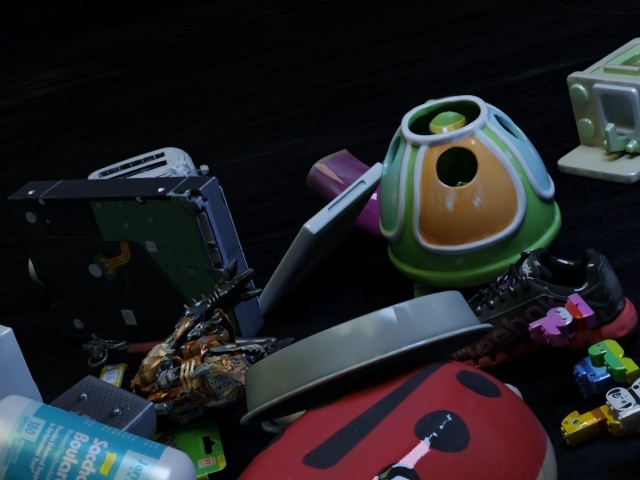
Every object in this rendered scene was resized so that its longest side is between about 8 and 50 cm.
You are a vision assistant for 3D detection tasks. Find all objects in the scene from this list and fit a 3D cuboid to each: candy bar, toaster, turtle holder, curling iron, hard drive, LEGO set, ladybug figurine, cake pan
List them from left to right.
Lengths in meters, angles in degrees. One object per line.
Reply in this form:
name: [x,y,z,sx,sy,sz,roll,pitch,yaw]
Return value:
hard drive: [-0.315,0.263,1.700,0.254,0.054,0.172,-40,29,-25]
candy bar: [-0.279,0.204,1.945,0.040,0.018,0.161,-11,24,5]
hard drive: [-0.255,0.027,2.041,0.338,0.237,0.064,0,29,34]
toaster: [-0.273,-0.048,2.323,0.227,0.146,0.129,-18,23,-2]
curling iron: [-0.189,0.148,1.974,0.274,0.035,0.068,-2,8,11]
cake pan: [0.043,0.126,1.612,0.293,0.054,0.293,-20,-10,-4]
ladybug figurine: [0.052,0.252,1.450,0.305,0.162,0.449,6,33,42]
turtle holder: [0.201,-0.078,1.979,0.243,0.227,0.320,-3,28,30]
LEGO set: [0.289,0.162,1.590,0.093,0.087,0.227,-23,31,-5]

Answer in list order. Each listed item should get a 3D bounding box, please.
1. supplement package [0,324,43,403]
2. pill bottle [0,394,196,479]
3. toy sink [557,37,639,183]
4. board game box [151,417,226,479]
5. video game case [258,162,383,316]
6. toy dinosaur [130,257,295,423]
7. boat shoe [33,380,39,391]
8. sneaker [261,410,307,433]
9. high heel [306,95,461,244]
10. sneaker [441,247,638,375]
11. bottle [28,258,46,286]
supplement package: [-0.492,0.237,1.792,0.262,0.199,0.198,-34,28,-33]
pill bottle: [-0.229,0.266,1.539,0.264,0.146,0.146,18,30,3]
toy sink: [0.463,-0.200,2.183,0.234,0.131,0.152,-32,28,-29]
board game box: [-0.235,0.284,1.724,0.259,0.039,0.124,-21,25,-1]
video game case: [0.000,0.000,2.033,0.183,0.023,0.201,-41,-11,-42]
toy dinosaur: [-0.153,0.147,1.813,0.322,0.164,0.218,11,40,46]
boat shoe: [-0.456,0.217,1.990,0.153,0.056,0.048,-4,21,10]
sneaker: [-0.025,0.204,1.749,0.109,0.044,0.040,-3,25,24]
high heel: [0.168,-0.098,2.245,0.377,0.127,0.181,-28,55,-32]
sneaker: [0.227,0.079,1.742,0.276,0.135,0.098,-13,26,12]
bottle: [-0.311,0.039,2.210,0.282,0.092,0.118,0,0,32]
